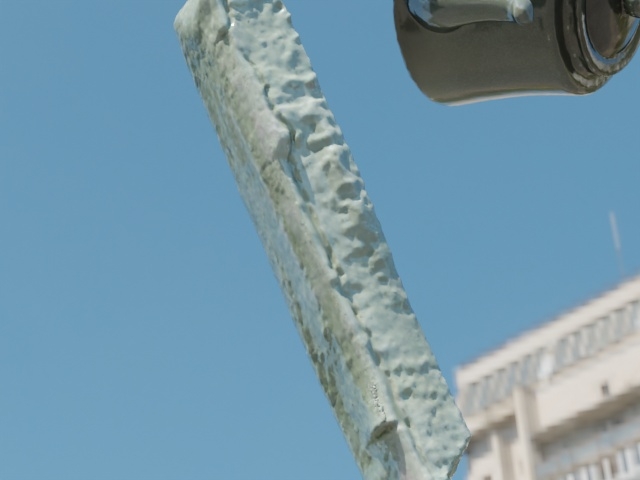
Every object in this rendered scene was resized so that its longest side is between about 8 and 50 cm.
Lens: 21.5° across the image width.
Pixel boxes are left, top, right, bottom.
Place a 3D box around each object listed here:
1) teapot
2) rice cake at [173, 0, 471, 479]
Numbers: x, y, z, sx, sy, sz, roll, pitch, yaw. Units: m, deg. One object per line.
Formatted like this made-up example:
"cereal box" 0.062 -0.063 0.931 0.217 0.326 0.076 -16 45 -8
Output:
"teapot" 0.155 -0.163 1.085 0.149 0.162 0.239 9 17 36
"rice cake" 0.000 0.000 0.482 0.029 0.170 0.033 -13 -16 -33
